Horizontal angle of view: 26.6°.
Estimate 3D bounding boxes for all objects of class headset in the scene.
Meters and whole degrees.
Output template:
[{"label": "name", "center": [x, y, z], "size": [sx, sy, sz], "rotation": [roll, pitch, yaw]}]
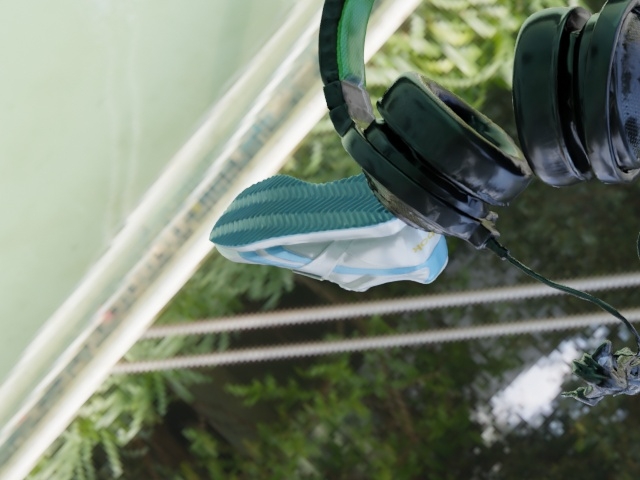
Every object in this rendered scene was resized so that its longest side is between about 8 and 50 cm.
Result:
[{"label": "headset", "center": [0.150, -0.075, 0.987], "size": [0.243, 0.394, 0.185], "rotation": [-24, 164, 25]}]

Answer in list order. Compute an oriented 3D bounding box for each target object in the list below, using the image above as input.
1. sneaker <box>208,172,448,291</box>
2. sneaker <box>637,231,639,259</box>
[{"label": "sneaker", "center": [0.000, 0.000, 1.137], "size": [0.229, 0.092, 0.087], "rotation": [1, -131, 42]}, {"label": "sneaker", "center": [0.241, -0.002, 0.811], "size": [0.234, 0.097, 0.084], "rotation": [-69, 180, -63]}]
